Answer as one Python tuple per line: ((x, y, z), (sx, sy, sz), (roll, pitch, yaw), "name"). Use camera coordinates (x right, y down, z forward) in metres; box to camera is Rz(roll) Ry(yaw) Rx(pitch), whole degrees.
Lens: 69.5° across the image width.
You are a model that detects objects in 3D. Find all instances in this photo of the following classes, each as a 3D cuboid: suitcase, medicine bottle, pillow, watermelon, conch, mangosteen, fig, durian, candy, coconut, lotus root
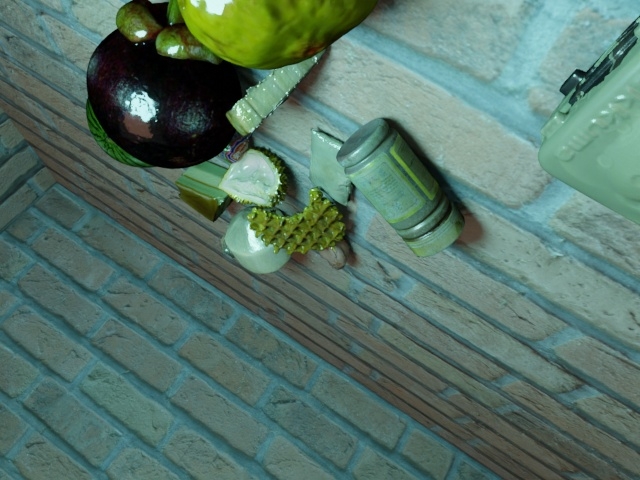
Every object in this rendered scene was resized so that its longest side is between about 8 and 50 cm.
((0.506, -0.151, 0.587), (0.339, 0.194, 0.352), (32, 155, 4), "suitcase")
((0.189, -0.121, 1.087), (0.322, 0.151, 0.151), (46, 153, -20), "medicine bottle")
((0.032, -0.200, 1.273), (0.148, 0.050, 0.230), (27, 151, 11), "pillow")
((-0.575, -0.332, 1.410), (0.330, 0.190, 0.331), (22, 146, 16), "watermelon")
((-0.326, 0.002, 1.946), (0.245, 0.178, 0.163), (59, -170, -70), "conch")
((-0.348, -0.389, 1.114), (0.382, 0.382, 0.435), (39, 122, -6), "mangosteen")
((-0.075, -0.444, 0.693), (0.343, 0.343, 0.343), (29, 154, 15), "fig")
((-0.188, -0.196, 1.472), (0.249, 0.183, 0.137), (11, -178, 36), "durian")
((-0.373, -0.381, 1.423), (0.365, 0.124, 0.124), (39, 156, 11), "candy")
((-0.224, -0.016, 1.698), (0.237, 0.238, 0.266), (21, 158, 29), "coconut")
((-0.104, -0.348, 1.045), (0.074, 0.260, 0.170), (44, -174, -17), "lotus root")

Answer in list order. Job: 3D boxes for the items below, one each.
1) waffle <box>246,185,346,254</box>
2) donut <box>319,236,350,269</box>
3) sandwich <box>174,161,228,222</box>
((-0.063, -0.048, 1.436), (0.292, 0.069, 0.260), (-12, 140, 20), "waffle")
((0.000, 0.000, 1.617), (0.232, 0.085, 0.199), (27, 154, 20), "donut")
((-0.420, -0.204, 1.711), (0.198, 0.155, 0.227), (38, 155, -5), "sandwich")
